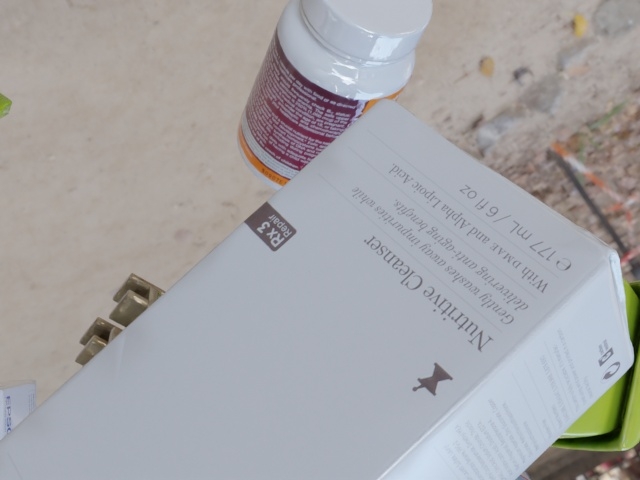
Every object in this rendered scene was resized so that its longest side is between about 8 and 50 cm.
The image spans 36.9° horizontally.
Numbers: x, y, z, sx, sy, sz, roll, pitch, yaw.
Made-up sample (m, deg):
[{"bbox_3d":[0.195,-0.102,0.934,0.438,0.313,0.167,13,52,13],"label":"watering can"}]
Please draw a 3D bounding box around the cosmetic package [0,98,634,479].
[{"bbox_3d":[-0.010,0.117,0.630,0.385,0.217,0.156,-43,142,-8],"label":"cosmetic package"}]

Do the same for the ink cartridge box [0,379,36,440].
[{"bbox_3d":[-0.584,0.431,1.811,0.072,0.324,0.330,-1,176,0],"label":"ink cartridge box"}]

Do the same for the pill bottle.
[{"bbox_3d":[0.017,-0.262,1.539,0.224,0.224,0.392,-17,156,-30],"label":"pill bottle"}]

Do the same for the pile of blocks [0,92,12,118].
[{"bbox_3d":[-0.385,-0.223,1.003,0.112,0.149,0.362,-51,151,-54],"label":"pile of blocks"}]

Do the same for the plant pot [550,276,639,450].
[{"bbox_3d":[0.253,0.126,1.100,0.207,0.227,0.228,19,165,-13],"label":"plant pot"}]

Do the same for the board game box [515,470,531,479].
[{"bbox_3d":[0.188,0.267,1.249,0.039,0.160,0.211,-59,-169,10],"label":"board game box"}]

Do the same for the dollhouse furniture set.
[{"bbox_3d":[-0.216,0.207,1.098,0.161,0.212,0.242,33,111,-21],"label":"dollhouse furniture set"}]
